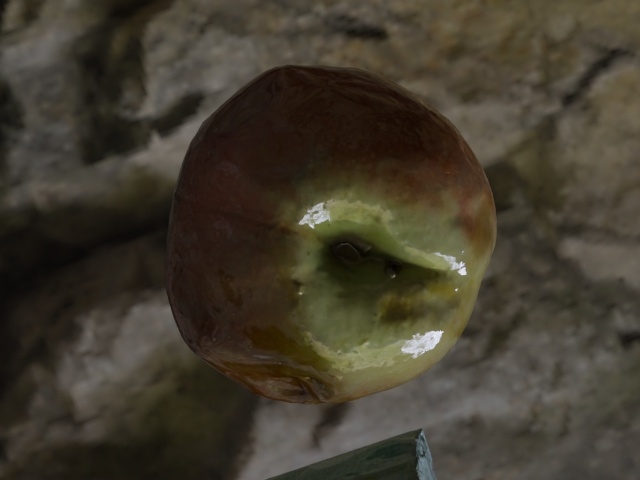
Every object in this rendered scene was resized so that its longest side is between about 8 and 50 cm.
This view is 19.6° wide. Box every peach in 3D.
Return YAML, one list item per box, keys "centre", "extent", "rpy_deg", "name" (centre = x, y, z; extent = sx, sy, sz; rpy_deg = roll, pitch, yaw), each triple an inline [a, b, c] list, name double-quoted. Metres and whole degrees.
- centre: [0.000, 0.000, 1.172]
  extent: [0.235, 0.214, 0.214]
  rpy_deg: [178, -108, -81]
  name: "peach"

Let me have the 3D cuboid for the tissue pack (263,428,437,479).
- centre: [-0.036, 0.380, 1.799]
  extent: [0.162, 0.388, 0.287]
  rpy_deg: [-74, 143, -73]
  name: "tissue pack"
